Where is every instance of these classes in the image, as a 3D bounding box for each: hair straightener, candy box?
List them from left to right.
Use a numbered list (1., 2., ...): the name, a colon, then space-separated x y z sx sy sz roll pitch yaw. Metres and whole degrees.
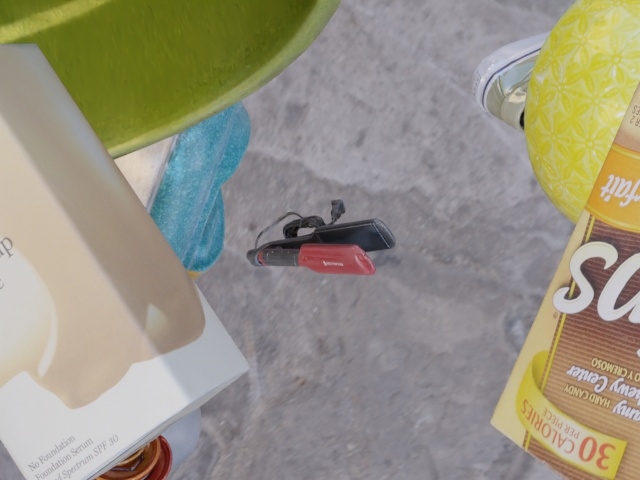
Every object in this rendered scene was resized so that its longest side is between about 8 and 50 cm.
1. hair straightener: 0.000 0.000 1.330 0.047 0.230 0.089 52 59 -20
2. candy box: 0.232 0.004 0.659 0.087 0.183 0.316 16 101 -35

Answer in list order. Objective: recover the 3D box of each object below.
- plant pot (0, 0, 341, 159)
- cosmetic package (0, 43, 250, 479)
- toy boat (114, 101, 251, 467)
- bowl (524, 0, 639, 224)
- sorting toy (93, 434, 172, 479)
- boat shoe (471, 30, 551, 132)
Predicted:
1. plant pot: -0.207 -0.220 0.441 0.366 0.366 0.353 -10 78 -14
2. cosmetic package: -0.078 0.008 0.347 0.060 0.041 0.115 -38 84 22
3. toy boat: -0.129 0.019 0.922 0.148 0.267 0.318 20 49 -7
4. bowl: 0.356 -0.112 1.178 0.289 0.156 0.289 -6 111 -16
5. sorting toy: -0.119 0.095 0.645 0.102 0.042 0.061 23 50 27
6. boat shoe: 0.313 -0.194 1.346 0.302 0.109 0.094 -25 49 -9
